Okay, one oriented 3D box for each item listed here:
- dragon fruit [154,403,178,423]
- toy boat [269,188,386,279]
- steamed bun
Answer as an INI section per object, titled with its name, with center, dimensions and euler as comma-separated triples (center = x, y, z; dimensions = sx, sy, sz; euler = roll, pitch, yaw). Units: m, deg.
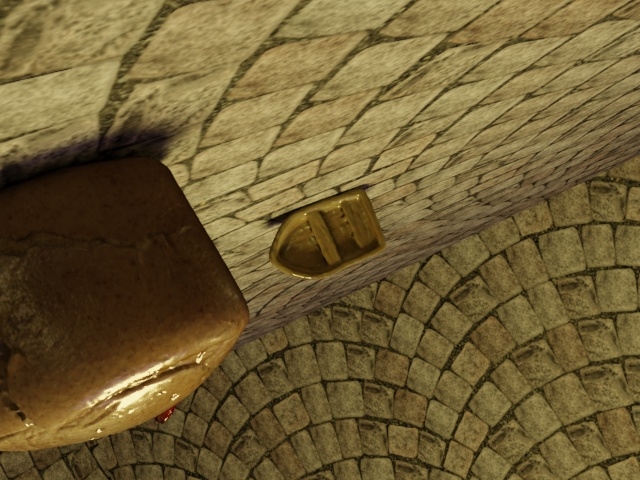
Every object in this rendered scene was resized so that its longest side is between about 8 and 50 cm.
[dragon fruit]
center = -0.255, 0.172, 1.583
dimensions = 0.302, 0.240, 0.330
euler = -11, 168, 13
[toy boat]
center = 0.000, 0.000, 1.609
dimensions = 0.188, 0.116, 0.061
euler = -22, 178, -16
[steamed bun]
center = -0.245, 0.060, 0.958
dimensions = 0.301, 0.251, 0.199
euler = -28, 160, 11
